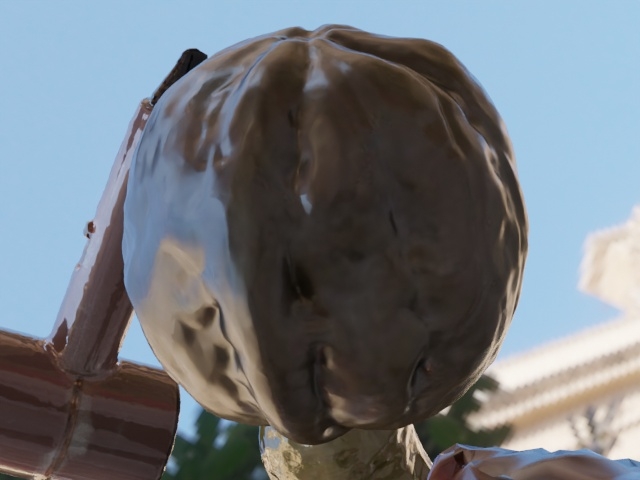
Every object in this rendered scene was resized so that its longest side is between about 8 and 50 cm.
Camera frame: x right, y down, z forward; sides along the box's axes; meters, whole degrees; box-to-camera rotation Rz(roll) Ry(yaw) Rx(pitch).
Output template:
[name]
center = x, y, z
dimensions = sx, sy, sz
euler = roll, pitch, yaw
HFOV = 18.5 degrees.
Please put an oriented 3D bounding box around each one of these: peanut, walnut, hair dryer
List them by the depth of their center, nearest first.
[walnut]
center = 0.000, 0.000, 0.993
dimensions = 0.224, 0.224, 0.224
euler = -24, -53, -37
[peanut]
center = 0.026, 0.158, 1.231
dimensions = 0.120, 0.110, 0.236
euler = -78, -22, -43
[hair dryer]
center = -0.162, 0.015, 1.393
dimensions = 0.189, 0.107, 0.344
euler = 17, -73, -20

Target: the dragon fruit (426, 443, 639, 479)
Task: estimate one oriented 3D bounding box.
[dragon fruit]
center = 0.157, 0.152, 0.307
dimensions = 0.152, 0.317, 0.205
euler = 13, -94, -42
